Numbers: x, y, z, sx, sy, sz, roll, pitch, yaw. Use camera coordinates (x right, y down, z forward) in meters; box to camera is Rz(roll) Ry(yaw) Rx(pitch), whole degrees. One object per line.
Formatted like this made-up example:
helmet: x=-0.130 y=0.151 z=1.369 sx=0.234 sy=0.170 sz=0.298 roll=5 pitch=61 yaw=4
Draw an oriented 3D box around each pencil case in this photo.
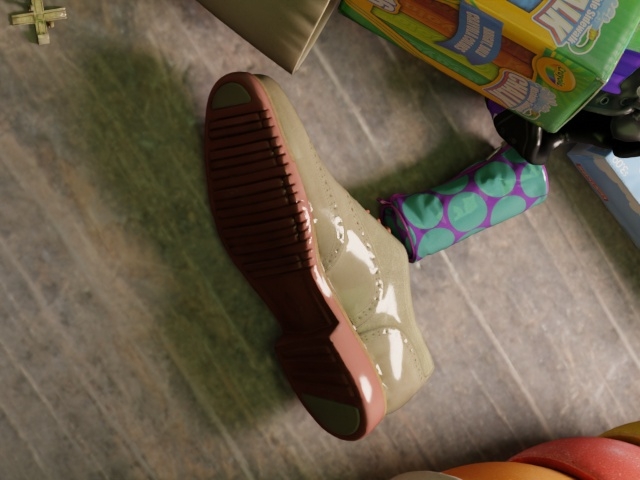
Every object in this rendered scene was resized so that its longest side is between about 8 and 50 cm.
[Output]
pencil case: x=0.132 y=-0.038 z=1.804 sx=0.152 sy=0.064 sz=0.070 roll=-26 pitch=105 yaw=-13

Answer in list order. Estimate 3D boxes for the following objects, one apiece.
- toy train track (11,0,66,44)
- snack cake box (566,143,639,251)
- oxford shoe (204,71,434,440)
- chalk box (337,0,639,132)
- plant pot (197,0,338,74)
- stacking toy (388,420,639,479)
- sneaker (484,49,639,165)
toy train track: x=-0.246 y=-0.212 z=1.688 sx=0.048 sy=0.014 sz=0.083 roll=-11 pitch=99 yaw=-17
snack cake box: x=0.380 y=-0.031 z=1.874 sx=0.152 sy=0.089 sz=0.264 roll=-43 pitch=106 yaw=-11
oxford shoe: x=0.000 y=0.000 z=1.755 sx=0.130 sy=0.123 sz=0.348 roll=-30 pitch=108 yaw=-36
chalk box: x=0.189 y=-0.218 z=1.647 sx=0.289 sy=0.180 sz=0.179 roll=30 pitch=76 yaw=0
plant pot: x=-0.080 y=-0.315 z=1.631 sx=0.274 sy=0.256 sz=0.256 roll=29 pitch=86 yaw=-1
stacking toy: x=0.302 y=0.275 z=1.805 sx=0.480 sy=0.350 sz=0.350 roll=-30 pitch=105 yaw=-30
sneaker: x=0.295 y=-0.148 z=1.769 sx=0.293 sy=0.102 sz=0.146 roll=-22 pitch=59 yaw=6
